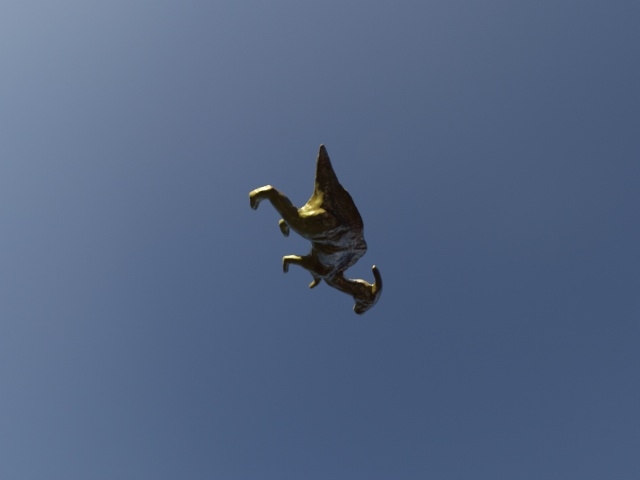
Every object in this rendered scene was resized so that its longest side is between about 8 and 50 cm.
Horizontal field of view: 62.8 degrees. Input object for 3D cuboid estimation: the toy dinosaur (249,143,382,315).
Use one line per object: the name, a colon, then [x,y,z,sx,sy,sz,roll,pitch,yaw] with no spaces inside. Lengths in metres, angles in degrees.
toy dinosaur: [0.003,-0.003,0.855,0.162,0.077,0.294,-9,-57,24]
